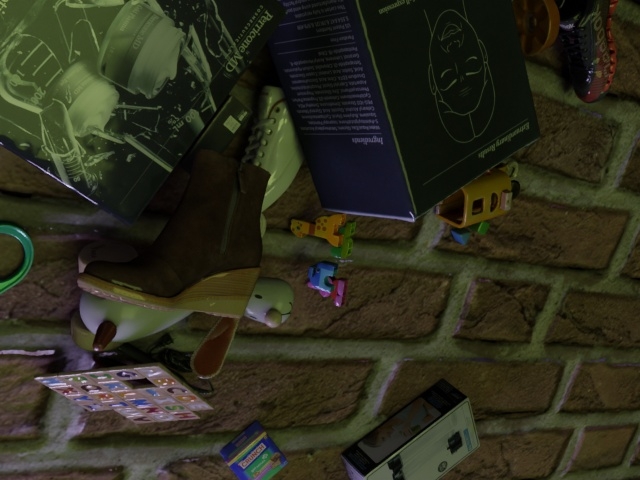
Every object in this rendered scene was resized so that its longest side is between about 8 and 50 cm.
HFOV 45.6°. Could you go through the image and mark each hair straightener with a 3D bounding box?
[{"bbox_3d":[-0.251,0.199,1.236,0.230,0.047,0.089,33,91,-40],"label":"hair straightener"}]

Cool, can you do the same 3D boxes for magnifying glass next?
[{"bbox_3d":[-0.477,0.076,1.037,0.092,0.026,0.231,35,90,-40],"label":"magnifying glass"}]

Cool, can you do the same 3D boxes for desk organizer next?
[{"bbox_3d":[-0.165,-0.156,1.128,0.047,0.050,0.130,38,88,-40],"label":"desk organizer"}]

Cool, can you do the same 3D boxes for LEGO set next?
[{"bbox_3d":[0.000,0.000,1.304,0.087,0.093,0.227,-20,122,-63],"label":"LEGO set"}]

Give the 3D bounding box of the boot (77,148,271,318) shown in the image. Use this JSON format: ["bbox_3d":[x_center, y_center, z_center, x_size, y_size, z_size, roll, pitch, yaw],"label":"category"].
[{"bbox_3d":[-0.176,-0.015,0.961,0.248,0.090,0.207,12,84,-42],"label":"boot"}]

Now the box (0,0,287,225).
[{"bbox_3d":[-0.274,-0.254,0.921,0.312,0.179,0.343,37,88,-39],"label":"box"}]

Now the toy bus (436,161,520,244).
[{"bbox_3d":[0.319,-0.091,1.460,0.191,0.104,0.202,36,89,-40],"label":"toy bus"}]

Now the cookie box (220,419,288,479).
[{"bbox_3d":[-0.123,0.406,1.425,0.091,0.040,0.107,-39,127,-13],"label":"cookie box"}]

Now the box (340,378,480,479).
[{"bbox_3d":[0.199,0.453,1.640,0.289,0.087,0.169,-31,125,-20],"label":"box"}]

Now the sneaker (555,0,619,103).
[{"bbox_3d":[0.498,-0.391,1.450,0.135,0.097,0.276,-20,119,-26],"label":"sneaker"}]

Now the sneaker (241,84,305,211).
[{"bbox_3d":[-0.080,-0.160,1.163,0.123,0.106,0.290,46,73,-33],"label":"sneaker"}]

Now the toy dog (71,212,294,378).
[{"bbox_3d":[-0.203,0.100,1.089,0.333,0.161,0.220,-15,125,-3],"label":"toy dog"}]

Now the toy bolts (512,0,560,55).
[{"bbox_3d":[0.249,-0.383,1.230,0.158,0.218,0.229,-14,101,-22],"label":"toy bolts"}]

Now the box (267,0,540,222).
[{"bbox_3d":[0.111,-0.272,1.090,0.293,0.212,0.396,-31,114,-31],"label":"box"}]

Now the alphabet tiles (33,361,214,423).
[{"bbox_3d":[-0.283,0.239,1.162,0.198,0.009,0.237,-8,148,14],"label":"alphabet tiles"}]
